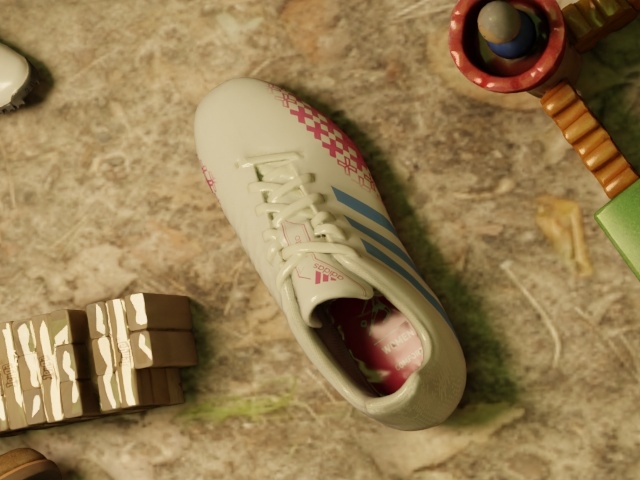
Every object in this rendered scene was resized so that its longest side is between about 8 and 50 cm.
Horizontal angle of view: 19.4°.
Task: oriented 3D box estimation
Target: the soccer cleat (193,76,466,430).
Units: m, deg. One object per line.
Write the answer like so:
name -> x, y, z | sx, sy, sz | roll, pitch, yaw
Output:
soccer cleat -> 0.000, 0.000, 1.442 | 0.116, 0.143, 0.331 | -39, 75, 13

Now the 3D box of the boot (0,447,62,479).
boot -> -0.357, 0.231, 1.577 | 0.305, 0.112, 0.115 | -29, 67, 17

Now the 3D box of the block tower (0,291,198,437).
block tower -> -0.274, 0.118, 1.556 | 0.335, 0.097, 0.091 | -13, 81, 19

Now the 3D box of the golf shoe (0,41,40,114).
golf shoe -> -0.333, -0.169, 1.590 | 0.198, 0.094, 0.077 | 21, 67, 18

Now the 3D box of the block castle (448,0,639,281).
block castle -> 0.328, -0.056, 1.294 | 0.303, 0.213, 0.453 | -36, 75, 13
